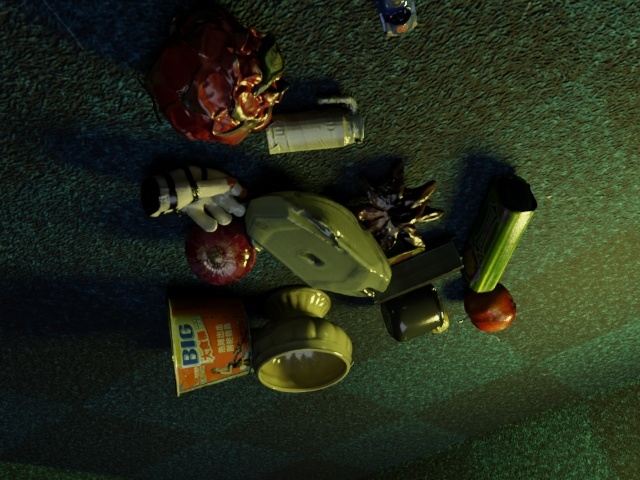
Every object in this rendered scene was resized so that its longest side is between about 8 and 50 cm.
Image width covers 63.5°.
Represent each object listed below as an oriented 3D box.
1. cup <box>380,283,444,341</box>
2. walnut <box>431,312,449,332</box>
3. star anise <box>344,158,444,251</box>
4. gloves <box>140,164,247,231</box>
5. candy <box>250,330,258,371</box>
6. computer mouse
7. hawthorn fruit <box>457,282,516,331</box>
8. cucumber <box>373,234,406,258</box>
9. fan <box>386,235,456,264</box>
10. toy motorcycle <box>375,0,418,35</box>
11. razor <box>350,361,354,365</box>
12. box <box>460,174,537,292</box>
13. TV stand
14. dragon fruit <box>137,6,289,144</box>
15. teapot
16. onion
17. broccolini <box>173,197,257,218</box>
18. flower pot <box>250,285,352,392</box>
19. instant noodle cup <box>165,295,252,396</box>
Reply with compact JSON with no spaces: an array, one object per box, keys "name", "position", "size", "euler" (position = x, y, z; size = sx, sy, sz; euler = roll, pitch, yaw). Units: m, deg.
[{"name":"cup","position":[0.280,0.194,1.593],"size":[0.177,0.169,0.222],"euler":[-13,112,-2]},{"name":"walnut","position":[0.390,0.271,1.756],"size":[0.092,0.092,0.092],"euler":[-6,141,-5]},{"name":"star anise","position":[0.176,-0.057,1.255],"size":[0.272,0.102,0.271],"euler":[1,121,2]},{"name":"gloves","position":[-0.272,-0.105,1.150],"size":[0.219,0.131,0.140],"euler":[-15,140,-39]},{"name":"candy","position":[-0.231,0.373,1.707],"size":[0.344,0.142,0.132],"euler":[1,148,-11]},{"name":"computer mouse","position":[0.002,-0.001,1.265],"size":[0.228,0.145,0.429],"euler":[-22,132,39]},{"name":"hawthorn fruit","position":[0.531,0.223,1.671],"size":[0.194,0.156,0.157],"euler":[-29,137,26]},{"name":"cucumber","position":[0.159,0.021,1.420],"size":[0.117,0.062,0.115],"euler":[8,143,-47]},{"name":"fan","position":[0.231,0.052,1.447],"size":[0.335,0.011,0.229],"euler":[-22,167,-5]},{"name":"toy motorcycle","position":[0.115,-0.413,0.844],"size":[0.076,0.114,0.205],"euler":[-16,141,9]},{"name":"razor","position":[0.061,0.437,1.924],"size":[0.068,0.037,0.191],"euler":[-52,136,-15]},{"name":"box","position":[0.466,-0.010,1.390],"size":[0.097,0.134,0.345],"euler":[-3,141,-6]},{"name":"TV stand","position":[0.268,0.096,1.482],"size":[0.270,0.082,0.088],"euler":[-24,168,13]},{"name":"dragon fruit","position":[-0.196,-0.272,0.909],"size":[0.293,0.233,0.234],"euler":[2,152,38]},{"name":"teapot","position":[-0.013,-0.242,1.061],"size":[0.201,0.077,0.107],"euler":[-6,121,-4]},{"name":"onion","position":[-0.244,0.022,1.275],"size":[0.178,0.153,0.177],"euler":[6,129,7]},{"name":"broccolini","position":[-0.252,-0.091,1.230],"size":[0.218,0.042,0.044],"euler":[-10,140,-9]},{"name":"flower pot","position":[-0.065,0.291,1.561],"size":[0.308,0.244,0.307],"euler":[-5,139,-4]},{"name":"instant noodle cup","position":[-0.323,0.288,1.492],"size":[0.214,0.296,0.296],"euler":[-6,141,-17]}]
